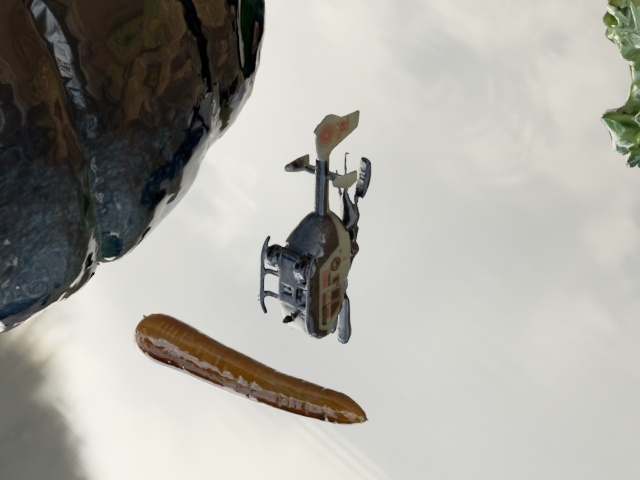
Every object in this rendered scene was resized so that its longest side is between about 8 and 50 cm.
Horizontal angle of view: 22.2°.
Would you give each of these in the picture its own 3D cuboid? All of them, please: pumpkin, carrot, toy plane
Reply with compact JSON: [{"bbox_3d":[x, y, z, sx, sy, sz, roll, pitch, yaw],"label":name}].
[{"bbox_3d":[-0.205,-0.121,0.708,0.363,0.363,0.266,31,155,31],"label":"pumpkin"},{"bbox_3d":[-0.051,0.098,1.161,0.190,0.037,0.037,22,157,20],"label":"carrot"},{"bbox_3d":[0.000,0.000,0.737,0.031,0.049,0.120,24,124,36],"label":"toy plane"}]

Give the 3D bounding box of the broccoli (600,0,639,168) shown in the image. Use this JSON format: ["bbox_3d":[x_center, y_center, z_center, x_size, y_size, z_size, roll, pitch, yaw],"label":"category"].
[{"bbox_3d":[0.340,-0.166,1.138,0.293,0.280,0.348,-4,166,13],"label":"broccoli"}]
